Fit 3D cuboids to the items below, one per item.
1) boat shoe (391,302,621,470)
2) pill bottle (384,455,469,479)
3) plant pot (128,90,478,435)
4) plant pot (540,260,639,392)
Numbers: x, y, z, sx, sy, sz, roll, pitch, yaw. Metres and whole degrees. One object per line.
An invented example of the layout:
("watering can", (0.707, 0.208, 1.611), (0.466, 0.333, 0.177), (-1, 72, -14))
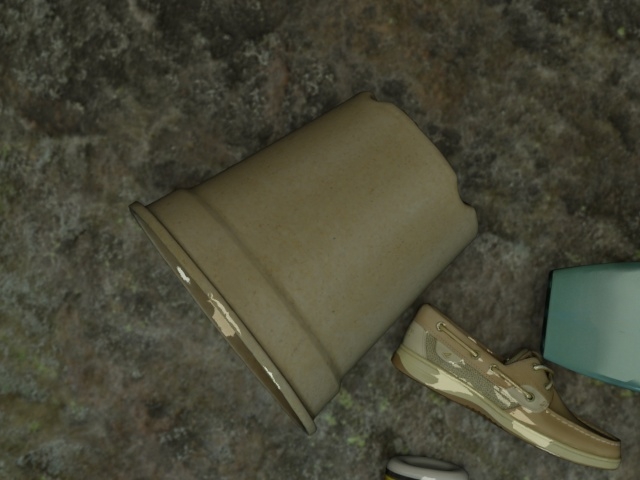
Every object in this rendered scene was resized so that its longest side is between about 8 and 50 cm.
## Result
("boat shoe", (0.238, 0.179, 1.431), (0.302, 0.109, 0.098), (28, 92, 9))
("pill bottle", (0.119, 0.362, 1.434), (0.103, 0.103, 0.184), (9, 90, 4))
("plant pot", (0.000, 0.000, 1.366), (0.305, 0.334, 0.334), (-39, 87, -9))
("plant pot", (0.385, 0.100, 1.398), (0.234, 0.165, 0.166), (7, 89, 9))
